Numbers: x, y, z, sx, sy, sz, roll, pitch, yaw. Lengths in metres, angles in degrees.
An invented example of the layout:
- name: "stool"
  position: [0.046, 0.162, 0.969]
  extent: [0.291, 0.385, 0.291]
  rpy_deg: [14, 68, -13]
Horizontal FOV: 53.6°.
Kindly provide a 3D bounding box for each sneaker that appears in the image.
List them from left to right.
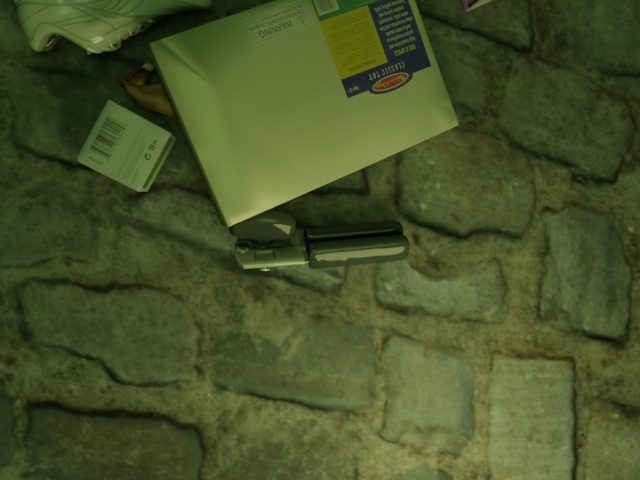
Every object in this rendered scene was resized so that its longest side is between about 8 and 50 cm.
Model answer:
- name: "sneaker"
  position: [-0.296, -0.333, 0.923]
  extent: [0.292, 0.110, 0.118]
  rpy_deg: [-2, 102, 1]

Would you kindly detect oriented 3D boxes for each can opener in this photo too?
- name: "can opener"
  position: [0.000, 0.000, 0.985]
  extent: [0.280, 0.074, 0.093]
  rpy_deg: [-1, 130, -10]

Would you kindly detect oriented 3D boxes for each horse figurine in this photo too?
- name: "horse figurine"
  position: [-0.158, -0.196, 0.964]
  extent: [0.174, 0.066, 0.263]
  rpy_deg: [-41, 95, -10]

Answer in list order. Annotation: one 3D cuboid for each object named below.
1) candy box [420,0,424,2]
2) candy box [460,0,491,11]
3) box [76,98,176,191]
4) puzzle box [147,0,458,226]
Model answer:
- name: "candy box"
  position: [0.122, -0.460, 0.959]
  extent: [0.053, 0.109, 0.187]
  rpy_deg: [-44, 97, -3]
- name: "candy box"
  position: [0.237, -0.468, 0.945]
  extent: [0.070, 0.165, 0.196]
  rpy_deg: [-24, 97, -6]
- name: "box"
  position: [-0.284, -0.137, 0.940]
  extent: [0.102, 0.087, 0.101]
  rpy_deg: [28, 90, -9]
- name: "puzzle box"
  position: [-0.010, -0.222, 0.942]
  extent: [0.408, 0.052, 0.272]
  rpy_deg: [-25, 100, -17]
